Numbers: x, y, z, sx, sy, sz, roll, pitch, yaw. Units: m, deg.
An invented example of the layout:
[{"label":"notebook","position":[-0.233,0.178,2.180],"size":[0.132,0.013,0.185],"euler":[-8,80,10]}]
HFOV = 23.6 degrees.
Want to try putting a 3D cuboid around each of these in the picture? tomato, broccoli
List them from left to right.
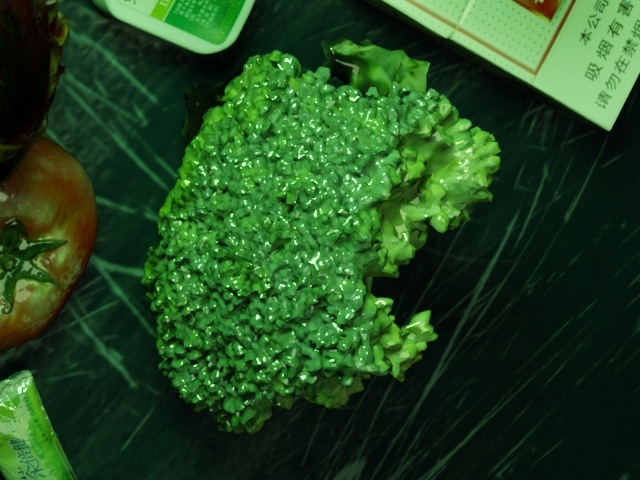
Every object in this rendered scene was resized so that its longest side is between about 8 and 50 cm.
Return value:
[{"label":"tomato","position":[-0.288,0.004,1.345],"size":[0.225,0.085,0.225],"euler":[-10,111,-29]},{"label":"broccoli","position":[-0.006,-0.008,1.397],"size":[0.317,0.277,0.338],"euler":[-41,133,-34]}]

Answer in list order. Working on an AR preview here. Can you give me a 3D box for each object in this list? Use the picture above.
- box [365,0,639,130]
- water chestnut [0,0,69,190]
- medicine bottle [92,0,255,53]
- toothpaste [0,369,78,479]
[{"label":"box","position":[0.200,-0.271,1.516],"size":[0.330,0.095,0.210],"euler":[25,94,-32]},{"label":"water chestnut","position":[-0.327,-0.156,1.184],"size":[0.300,0.300,0.300],"euler":[-10,112,-26]},{"label":"medicine bottle","position":[-0.145,-0.244,1.344],"size":[0.183,0.069,0.119],"euler":[21,99,-32]},{"label":"toothpaste","position":[-0.262,0.237,1.464],"size":[0.078,0.047,0.248],"euler":[-27,117,-13]}]
